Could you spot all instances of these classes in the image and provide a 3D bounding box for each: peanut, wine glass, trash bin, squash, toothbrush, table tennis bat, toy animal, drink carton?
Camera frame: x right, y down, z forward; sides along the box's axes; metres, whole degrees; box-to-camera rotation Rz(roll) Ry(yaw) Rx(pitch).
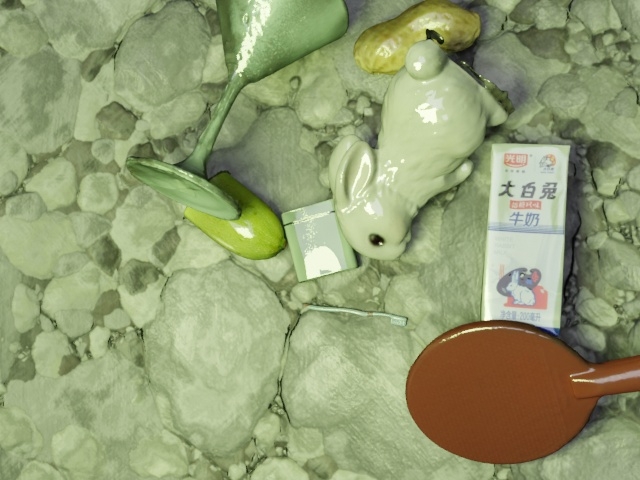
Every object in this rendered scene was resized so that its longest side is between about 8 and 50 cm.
[{"bbox_3d":[0.169,-0.360,1.315,0.229,0.098,0.103,-22,123,12],"label":"peanut"},{"bbox_3d":[-0.144,-0.256,1.245,0.267,0.267,0.406,19,75,14],"label":"wine glass"},{"bbox_3d":[0.000,0.000,1.346,0.116,0.059,0.130,-16,84,11],"label":"trash bin"},{"bbox_3d":[-0.142,-0.033,1.355,0.186,0.123,0.123,36,94,10],"label":"squash"},{"bbox_3d":[0.061,0.132,1.346,0.193,0.013,0.019,8,97,13],"label":"toothbrush"},{"bbox_3d":[0.338,0.241,1.198,0.414,0.051,0.268,-14,108,21],"label":"table tennis bat"},{"bbox_3d":[0.140,-0.144,1.250,0.258,0.194,0.357,34,97,-32],"label":"toy animal"},{"bbox_3d":[0.341,-0.002,1.246,0.130,0.106,0.315,3,85,11],"label":"drink carton"}]
